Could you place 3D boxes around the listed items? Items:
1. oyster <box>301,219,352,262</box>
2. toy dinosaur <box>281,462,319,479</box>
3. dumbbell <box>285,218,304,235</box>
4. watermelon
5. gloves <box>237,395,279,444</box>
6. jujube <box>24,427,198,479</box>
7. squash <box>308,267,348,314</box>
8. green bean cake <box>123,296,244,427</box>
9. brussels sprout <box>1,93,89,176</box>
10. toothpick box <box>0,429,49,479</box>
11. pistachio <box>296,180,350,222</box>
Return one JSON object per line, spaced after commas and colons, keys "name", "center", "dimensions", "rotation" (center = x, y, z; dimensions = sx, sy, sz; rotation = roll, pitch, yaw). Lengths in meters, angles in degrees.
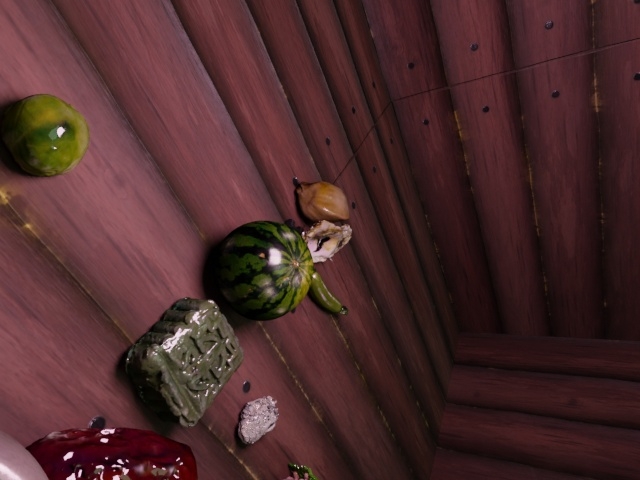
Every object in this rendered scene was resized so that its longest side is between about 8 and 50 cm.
{"name": "oyster", "center": [-0.003, 0.001, 1.579], "dimensions": [0.354, 0.107, 0.201], "rotation": [6, 120, -59]}
{"name": "toy dinosaur", "center": [-0.094, 0.818, 1.346], "dimensions": [0.177, 0.152, 0.194], "rotation": [-33, 108, -46]}
{"name": "dumbbell", "center": [-0.095, -0.046, 1.534], "dimensions": [0.083, 0.040, 0.036], "rotation": [41, 22, -48]}
{"name": "watermelon", "center": [-0.158, 0.085, 1.189], "dimensions": [0.285, 0.285, 0.285], "rotation": [10, 78, -57]}
{"name": "gloves", "center": [-0.191, 0.543, 1.280], "dimensions": [0.153, 0.070, 0.114], "rotation": [-13, 98, -56]}
{"name": "jujube", "center": [-0.395, 0.477, 0.786], "dimensions": [0.376, 0.258, 0.259], "rotation": [30, 62, -55]}
{"name": "squash", "center": [0.009, 0.209, 1.628], "dimensions": [0.318, 0.080, 0.071], "rotation": [54, 36, -39]}
{"name": "green bean cake", "center": [-0.329, 0.296, 1.042], "dimensions": [0.255, 0.132, 0.241], "rotation": [-49, 131, -49]}
{"name": "brussels sprout", "center": [-0.512, -0.203, 0.805], "dimensions": [0.149, 0.122, 0.152], "rotation": [-49, 126, -45]}
{"name": "toothpick box", "center": [-0.529, 0.400, 0.430], "dimensions": [0.409, 0.425, 0.409], "rotation": [41, 37, -41]}
{"name": "pistachio", "center": [0.029, -0.137, 1.607], "dimensions": [0.213, 0.163, 0.260], "rotation": [48, 21, 24]}
